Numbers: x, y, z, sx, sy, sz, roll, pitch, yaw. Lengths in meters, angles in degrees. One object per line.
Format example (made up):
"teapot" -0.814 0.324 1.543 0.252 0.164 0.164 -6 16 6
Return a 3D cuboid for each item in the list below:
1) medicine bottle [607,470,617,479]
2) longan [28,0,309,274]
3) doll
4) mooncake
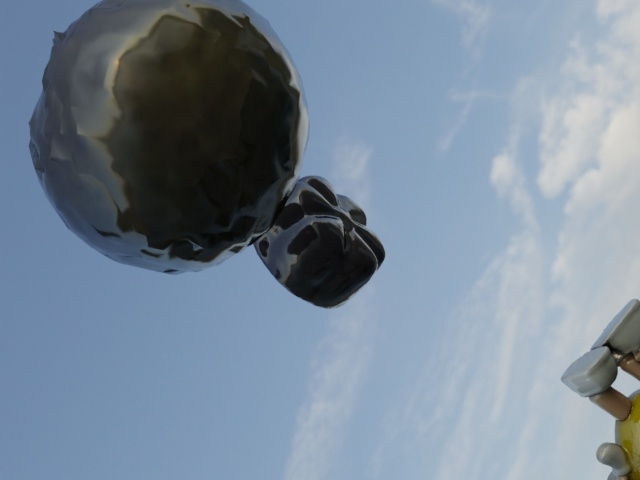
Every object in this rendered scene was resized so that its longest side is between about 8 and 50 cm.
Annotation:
"medicine bottle" 0.683 0.544 1.711 0.140 0.079 0.079 36 -109 -17
"longan" -0.203 -0.151 1.062 0.391 0.391 0.392 -26 -57 -47
"doll" 0.614 0.312 1.412 0.161 0.422 0.348 146 148 -77
"mooncake" 0.000 0.000 1.411 0.133 0.245 0.244 -43 -27 23
